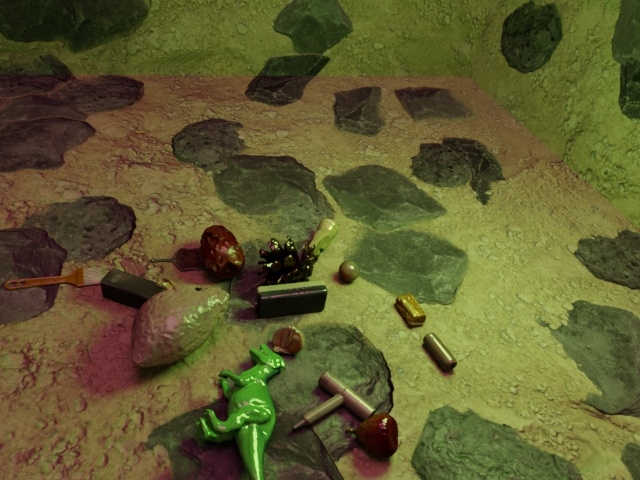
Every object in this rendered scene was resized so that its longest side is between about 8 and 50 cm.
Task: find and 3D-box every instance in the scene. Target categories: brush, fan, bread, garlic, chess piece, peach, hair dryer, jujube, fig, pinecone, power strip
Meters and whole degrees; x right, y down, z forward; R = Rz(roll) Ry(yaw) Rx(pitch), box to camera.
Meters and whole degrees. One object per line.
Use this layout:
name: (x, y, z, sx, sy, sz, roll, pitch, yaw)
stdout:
brush: (-0.908, 0.135, 1.950, 0.314, 0.017, 0.090, -6, 42, -19)
fan: (-0.520, 0.070, 2.125, 0.219, 0.009, 0.132, -2, 38, -18)
bread: (0.328, 0.251, 2.074, 0.074, 0.053, 0.132, -7, 42, -27)
garlic: (-0.102, 0.322, 1.867, 0.113, 0.094, 0.074, 15, -2, 14)
chess piece: (0.000, 0.000, 2.270, 0.090, 0.090, 0.200, 20, 40, 11)
peach: (0.107, 0.117, 2.163, 0.083, 0.083, 0.083, 7, 39, -5)
hair dryer: (0.027, 0.511, 1.686, 0.195, 0.054, 0.220, 33, 45, 24)
jujube: (-0.366, 0.039, 2.097, 0.155, 0.155, 0.230, -7, 34, -21)
fig: (0.150, 0.546, 1.624, 0.152, 0.119, 0.119, 11, 39, 3)
pinecone: (-0.126, 0.079, 2.056, 0.201, 0.203, 0.229, 32, 56, 31)
power strip: (-0.107, 0.202, 1.986, 0.256, 0.105, 0.070, -5, 41, -19)

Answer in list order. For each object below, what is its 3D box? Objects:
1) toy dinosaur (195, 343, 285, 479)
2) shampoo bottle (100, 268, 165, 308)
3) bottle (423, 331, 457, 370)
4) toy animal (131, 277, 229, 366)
toy dinosaur: (-0.137, 0.524, 1.608, 0.500, 0.144, 0.374, 40, 35, 27)
shampoo bottle: (-0.609, 0.176, 1.919, 0.246, 0.079, 0.080, 17, 41, 8)
bottle: (0.405, 0.376, 1.939, 0.053, 0.053, 0.140, -12, 45, -26)
toy animal: (-0.459, 0.258, 1.771, 0.226, 0.188, 0.358, 21, 40, 27)
